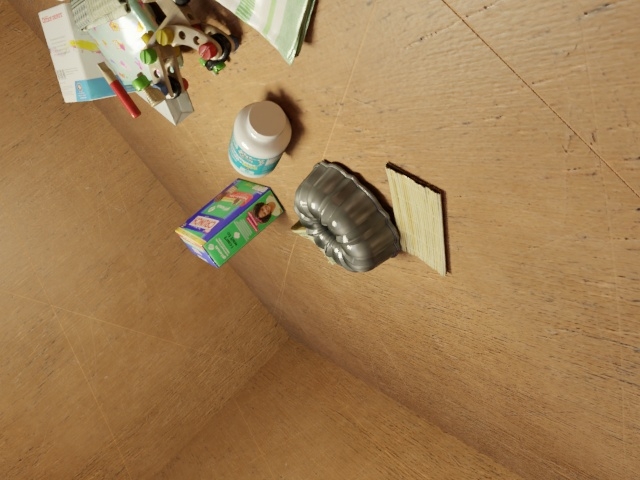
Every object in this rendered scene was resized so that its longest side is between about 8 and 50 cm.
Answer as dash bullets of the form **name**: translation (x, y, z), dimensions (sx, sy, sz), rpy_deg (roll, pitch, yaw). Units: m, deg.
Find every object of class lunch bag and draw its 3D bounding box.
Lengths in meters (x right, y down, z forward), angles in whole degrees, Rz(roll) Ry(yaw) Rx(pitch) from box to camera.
- **lunch bag**: translation (-0.512, -0.568, 1.524), dimensions (0.262, 0.160, 0.223), rpy_deg (13, 143, 45)

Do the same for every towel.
- **towel**: translation (-0.553, -0.691, 1.312), dimensions (0.324, 0.056, 0.312), rpy_deg (10, 112, 49)
- **towel**: translation (-0.146, -0.502, 0.996), dimensions (0.325, 0.038, 0.248), rpy_deg (42, 155, 6)

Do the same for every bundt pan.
- **bundt pan**: translation (0.052, -0.043, 1.437), dimensions (0.331, 0.124, 0.331), rpy_deg (43, 163, 17)

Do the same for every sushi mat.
- **sushi mat**: translation (0.224, -0.040, 1.253), dimensions (0.151, 0.019, 0.316), rpy_deg (33, 158, 33)

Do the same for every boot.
- **boot**: translation (0.000, 0.000, 1.758), dimensions (0.165, 0.077, 0.213), rpy_deg (51, 159, -21)

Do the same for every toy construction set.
- **toy construction set**: translation (-0.378, -0.464, 1.270), dimensions (0.237, 0.309, 0.257), rpy_deg (56, 152, -14)

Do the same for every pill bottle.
- **pill bottle**: translation (-0.158, -0.266, 1.414), dimensions (0.146, 0.146, 0.264), rpy_deg (46, 162, -2)

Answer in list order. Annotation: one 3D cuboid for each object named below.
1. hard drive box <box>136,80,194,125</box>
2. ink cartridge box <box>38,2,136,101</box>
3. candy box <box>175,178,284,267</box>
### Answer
- **hard drive box**: translation (-0.553, -0.527, 1.831), dimensions (0.232, 0.089, 0.181), rpy_deg (40, 161, 18)
- **ink cartridge box**: translation (-0.695, -0.580, 1.668), dimensions (0.198, 0.197, 0.270), rpy_deg (12, 119, 43)
- **candy box**: translation (-0.330, -0.070, 1.949), dimensions (0.268, 0.317, 0.122), rpy_deg (20, 149, 53)
